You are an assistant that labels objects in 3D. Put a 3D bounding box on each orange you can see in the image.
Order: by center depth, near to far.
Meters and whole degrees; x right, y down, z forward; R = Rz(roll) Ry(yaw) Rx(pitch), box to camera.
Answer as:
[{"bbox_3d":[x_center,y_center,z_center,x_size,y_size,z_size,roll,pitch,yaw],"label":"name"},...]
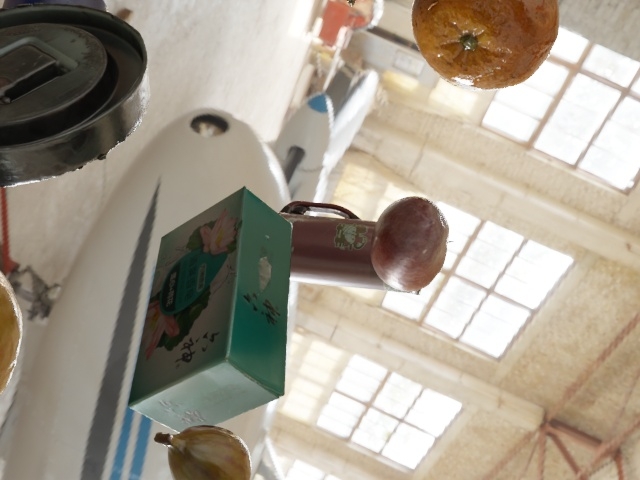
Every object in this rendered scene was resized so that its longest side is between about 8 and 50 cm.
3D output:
[{"bbox_3d":[0.316,-0.424,1.426,0.226,0.284,0.284,-54,172,-35],"label":"orange"}]

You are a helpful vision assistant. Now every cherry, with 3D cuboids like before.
[{"bbox_3d":[0.100,-0.004,0.826,0.126,0.087,0.106,74,27,-54],"label":"cherry"}]

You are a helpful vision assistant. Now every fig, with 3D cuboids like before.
[{"bbox_3d":[-0.075,0.133,0.456,0.083,0.050,0.050,51,56,-46],"label":"fig"}]

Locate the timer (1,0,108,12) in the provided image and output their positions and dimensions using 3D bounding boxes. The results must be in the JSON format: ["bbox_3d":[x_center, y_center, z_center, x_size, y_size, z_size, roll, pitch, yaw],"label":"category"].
[{"bbox_3d":[-0.653,-0.648,1.870,0.270,0.270,0.384,110,-20,-73],"label":"timer"}]

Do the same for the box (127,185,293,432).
[{"bbox_3d":[-0.117,0.076,0.842,0.153,0.092,0.245,-28,-140,28],"label":"box"}]

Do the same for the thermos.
[{"bbox_3d":[-0.002,0.002,1.171,0.109,0.330,0.136,31,65,-77],"label":"thermos"}]

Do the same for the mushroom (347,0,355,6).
[{"bbox_3d":[0.121,-0.647,1.711,0.028,0.026,0.286,-19,160,-31],"label":"mushroom"}]

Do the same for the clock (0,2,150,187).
[{"bbox_3d":[-0.362,-0.186,0.906,0.061,0.312,0.312,88,20,-47],"label":"clock"}]

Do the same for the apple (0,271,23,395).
[{"bbox_3d":[-0.481,0.108,0.863,0.242,0.241,0.242,-23,-116,58],"label":"apple"}]
